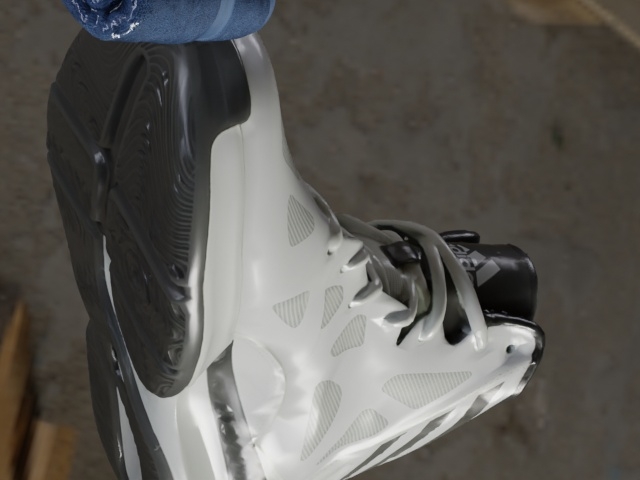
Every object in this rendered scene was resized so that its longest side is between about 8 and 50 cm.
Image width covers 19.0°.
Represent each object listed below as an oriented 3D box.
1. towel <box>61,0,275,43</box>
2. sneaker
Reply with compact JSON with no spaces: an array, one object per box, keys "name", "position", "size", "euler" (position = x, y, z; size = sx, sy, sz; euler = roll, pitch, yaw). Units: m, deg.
[{"name":"towel","position":[-0.046,-0.086,0.529],"size":[0.119,0.029,0.067],"euler":[-24,94,-73]},{"name":"sneaker","position":[0.000,0.000,1.073],"size":[0.257,0.169,0.447],"euler":[-21,148,-17]}]
